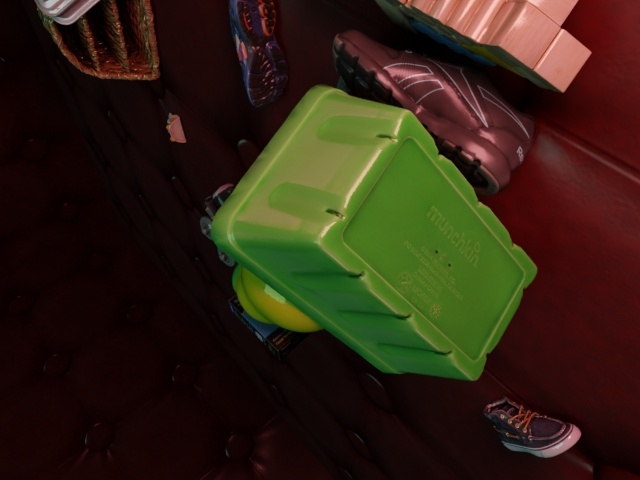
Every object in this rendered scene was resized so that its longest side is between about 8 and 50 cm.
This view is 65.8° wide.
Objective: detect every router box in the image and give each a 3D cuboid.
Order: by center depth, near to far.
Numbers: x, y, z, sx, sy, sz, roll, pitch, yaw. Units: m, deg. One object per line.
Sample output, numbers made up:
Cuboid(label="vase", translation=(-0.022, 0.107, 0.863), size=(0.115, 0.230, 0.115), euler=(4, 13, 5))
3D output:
Cuboid(label="router box", translation=(-0.051, 0.104, 0.877), size=(0.133, 0.179, 0.046), euler=(39, 152, 25))

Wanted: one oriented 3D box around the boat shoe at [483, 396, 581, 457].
Cuboid(label="boat shoe", translation=(0.349, 0.313, 0.844), size=(0.083, 0.065, 0.183), euler=(51, 155, 7))

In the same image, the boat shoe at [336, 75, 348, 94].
Cuboid(label="boat shoe", translation=(0.090, -0.132, 0.753), size=(0.118, 0.103, 0.321), euler=(44, 149, 47))

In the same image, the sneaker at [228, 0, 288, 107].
Cuboid(label="sneaker", translation=(-0.114, -0.344, 0.881), size=(0.087, 0.083, 0.221), euler=(50, 152, 44))

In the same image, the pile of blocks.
Cuboid(label="pile of blocks", translation=(0.124, -0.286, 0.520), size=(0.362, 0.149, 0.113), euler=(37, 107, 17))

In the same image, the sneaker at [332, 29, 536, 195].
Cuboid(label="sneaker", translation=(0.130, -0.168, 0.587), size=(0.267, 0.106, 0.101), euler=(42, 171, 9))

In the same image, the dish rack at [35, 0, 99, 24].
Cuboid(label="dish rack", translation=(-0.528, -0.644, 1.012), size=(0.332, 0.072, 0.286), euler=(-24, 102, 24))

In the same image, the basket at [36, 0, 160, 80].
Cuboid(label="basket", translation=(-0.561, -0.544, 1.244), size=(0.223, 0.213, 0.299), euler=(50, 154, 13))

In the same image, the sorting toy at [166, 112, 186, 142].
Cuboid(label="sorting toy", translation=(-0.438, -0.342, 1.479), size=(0.083, 0.044, 0.075), euler=(87, 160, -47))

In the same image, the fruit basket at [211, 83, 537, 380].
Cuboid(label="fruit basket", translation=(0.032, 0.013, 0.673), size=(0.392, 0.283, 0.392), euler=(33, 167, 8))

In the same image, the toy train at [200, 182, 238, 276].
Cuboid(label="toy train", translation=(-0.202, 0.000, 1.368), size=(0.334, 0.142, 0.190), euler=(57, 142, 2))
